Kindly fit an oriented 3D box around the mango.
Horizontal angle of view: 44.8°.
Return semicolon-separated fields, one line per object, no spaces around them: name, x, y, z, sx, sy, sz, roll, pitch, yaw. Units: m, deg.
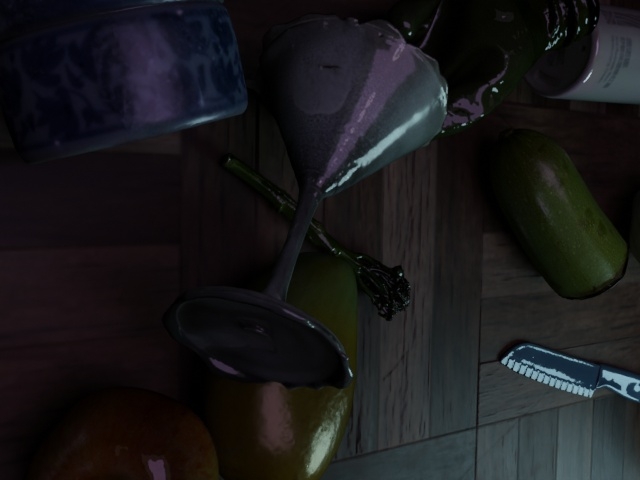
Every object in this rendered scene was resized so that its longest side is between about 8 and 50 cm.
mango;-0.025;0.099;0.598;0.130;0.092;0.194;37;68;-31

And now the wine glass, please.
wine glass;-0.008;-0.024;0.525;0.156;0.156;0.232;41;52;-31

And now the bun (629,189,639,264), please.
bun;0.410;-0.028;0.908;0.138;0.094;0.138;-28;143;-24

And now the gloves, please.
gloves;0.118;-0.165;0.669;0.268;0.107;0.135;-23;86;-21

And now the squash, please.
squash;0.228;-0.032;0.777;0.188;0.095;0.095;48;67;-25

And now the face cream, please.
face cream;0.368;-0.198;0.854;0.346;0.102;0.101;-5;97;-34

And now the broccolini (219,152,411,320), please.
broccolini;-0.001;0.001;0.644;0.218;0.044;0.042;35;113;-30

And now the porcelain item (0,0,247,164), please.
porcelain item;-0.125;-0.117;0.473;0.147;0.147;0.114;-22;105;-33

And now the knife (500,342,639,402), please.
knife;0.312;0.159;0.898;0.313;0.019;0.044;20;85;-33

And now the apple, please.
apple;-0.126;0.159;0.512;0.126;0.102;0.126;1;82;-7
